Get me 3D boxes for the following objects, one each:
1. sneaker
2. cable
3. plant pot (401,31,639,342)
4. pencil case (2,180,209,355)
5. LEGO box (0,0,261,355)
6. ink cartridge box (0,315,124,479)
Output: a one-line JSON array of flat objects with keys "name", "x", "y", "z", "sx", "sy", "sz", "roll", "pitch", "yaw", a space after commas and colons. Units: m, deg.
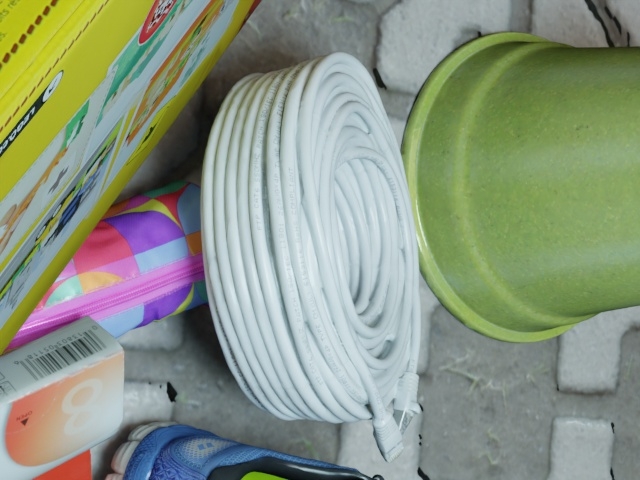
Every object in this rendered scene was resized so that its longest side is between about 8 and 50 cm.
[{"name": "sneaker", "x": 0.006, "y": 0.231, "z": 0.947, "sx": 0.330, "sy": 0.147, "sz": 0.130, "roll": 29, "pitch": 72, "yaw": -35}, {"name": "cable", "x": 0.000, "y": 0.000, "z": 0.932, "sx": 0.257, "sy": 0.089, "sz": 0.257, "roll": 58, "pitch": 33, "yaw": -48}, {"name": "plant pot", "x": 0.249, "y": -0.052, "z": 1.068, "sx": 0.276, "sy": 0.254, "sz": 0.276, "roll": 2, "pitch": 86, "yaw": -36}, {"name": "pencil case", "x": -0.168, "y": 0.036, "z": 0.864, "sx": 0.236, "sy": 0.104, "sz": 0.104, "roll": -24, "pitch": 102, "yaw": -35}, {"name": "LEGO box", "x": -0.162, "y": -0.129, "z": 0.642, "sx": 0.193, "sy": 0.372, "sz": 0.500, "roll": 32, "pitch": 58, "yaw": -2}, {"name": "ink cartridge box", "x": -0.192, "y": 0.148, "z": 0.818, "sx": 0.145, "sy": 0.045, "sz": 0.179, "roll": -26, "pitch": 137, "yaw": -34}]
